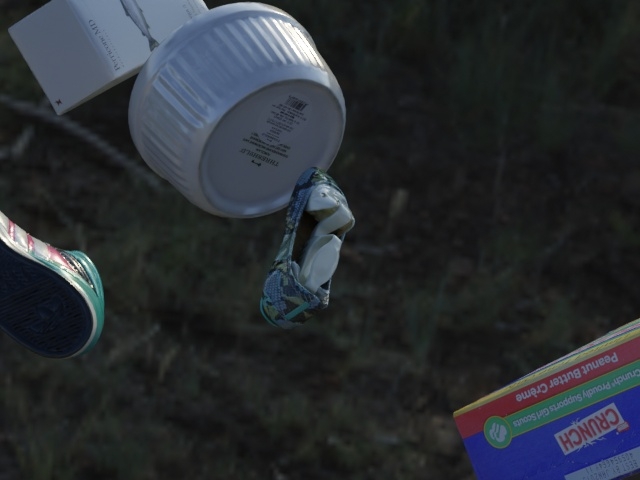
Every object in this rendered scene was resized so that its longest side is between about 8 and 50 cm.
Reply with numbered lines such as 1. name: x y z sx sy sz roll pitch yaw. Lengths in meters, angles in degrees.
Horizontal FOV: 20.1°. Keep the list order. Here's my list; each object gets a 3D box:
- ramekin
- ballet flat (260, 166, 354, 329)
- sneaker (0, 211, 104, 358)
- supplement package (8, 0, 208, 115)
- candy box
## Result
1. ramekin: -0.073 -0.118 1.764 0.207 0.207 0.109 -11 42 -30
2. ballet flat: 0.000 0.000 1.623 0.070 0.070 0.188 11 51 4
3. sneaker: -0.343 0.022 1.973 0.295 0.124 0.178 43 -2 10
4. supplement package: -0.215 -0.222 1.887 0.105 0.105 0.179 -24 9 42
5. candy box: 0.319 0.130 1.682 0.317 0.268 0.122 -20 84 -52
